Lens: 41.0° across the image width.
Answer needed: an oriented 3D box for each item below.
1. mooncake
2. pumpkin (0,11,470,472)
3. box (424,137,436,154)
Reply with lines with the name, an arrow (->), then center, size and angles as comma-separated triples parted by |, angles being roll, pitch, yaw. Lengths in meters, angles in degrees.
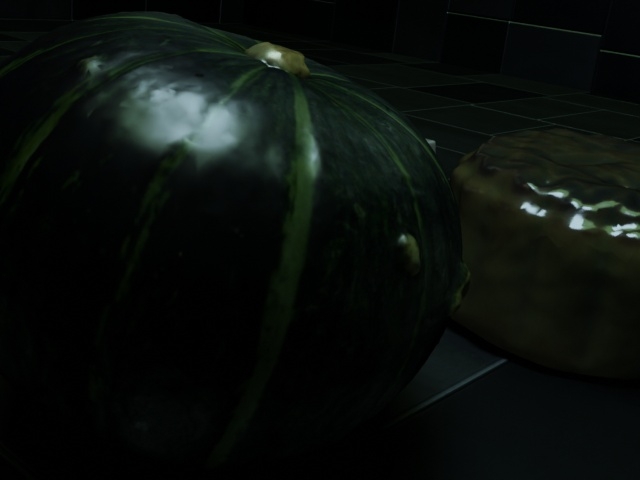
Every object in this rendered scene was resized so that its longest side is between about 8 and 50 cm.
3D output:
mooncake -> 0.252, 0.002, 0.785 | 0.291, 0.161, 0.290 | 5, 20, -2
pumpkin -> -0.067, -0.009, 0.546 | 0.324, 0.241, 0.323 | 15, 27, -8
box -> -0.075, -0.079, 0.977 | 0.366, 0.051, 0.205 | -12, 18, -23
